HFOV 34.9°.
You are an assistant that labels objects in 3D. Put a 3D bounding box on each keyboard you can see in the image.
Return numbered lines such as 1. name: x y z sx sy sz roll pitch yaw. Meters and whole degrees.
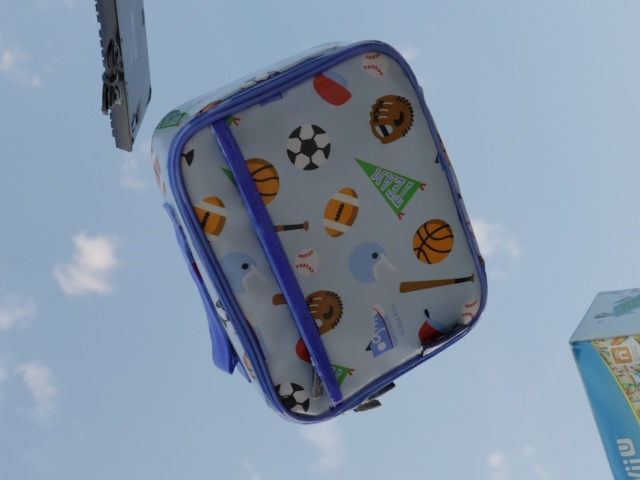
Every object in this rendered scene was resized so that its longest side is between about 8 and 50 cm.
1. keyboard: -0.163 -0.155 0.819 0.023 0.180 0.108 6 -135 3

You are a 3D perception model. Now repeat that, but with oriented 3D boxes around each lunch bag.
1. lunch bag: 0.000 0.000 0.858 0.243 0.115 0.303 -28 -70 -16

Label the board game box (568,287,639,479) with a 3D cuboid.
1. board game box: 0.366 0.133 0.742 0.097 0.303 0.224 -40 -67 -53
